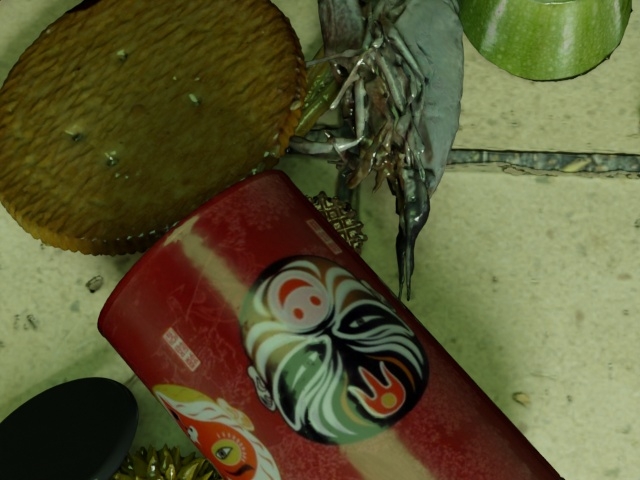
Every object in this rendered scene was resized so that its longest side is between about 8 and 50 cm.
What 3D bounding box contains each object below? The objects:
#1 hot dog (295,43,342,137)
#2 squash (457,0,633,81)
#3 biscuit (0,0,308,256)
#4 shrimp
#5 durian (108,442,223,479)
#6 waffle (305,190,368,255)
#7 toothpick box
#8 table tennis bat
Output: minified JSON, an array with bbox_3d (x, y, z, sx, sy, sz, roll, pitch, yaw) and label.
[{"bbox_3d":[0.005,-0.146,1.080,0.044,0.028,0.137,21,72,32],"label":"hot dog"},{"bbox_3d":[0.208,-0.243,1.065,0.170,0.123,0.170,-2,74,6],"label":"squash"},{"bbox_3d":[-0.154,-0.116,1.025,0.305,0.038,0.305,-8,57,12],"label":"biscuit"},{"bbox_3d":[0.056,-0.105,1.007,0.145,0.116,0.342,8,71,-25],"label":"shrimp"},{"bbox_3d":[-0.141,0.271,0.920,0.183,0.138,0.250,41,73,19],"label":"durian"},{"bbox_3d":[0.000,0.000,1.040,0.075,0.029,0.083,31,80,11],"label":"waffle"},{"bbox_3d":[0.006,0.131,0.917,0.204,0.204,0.333,-39,79,-10],"label":"toothpick box"},{"bbox_3d":[-0.219,0.192,0.919,0.150,0.027,0.236,-17,34,13],"label":"table tennis bat"}]
